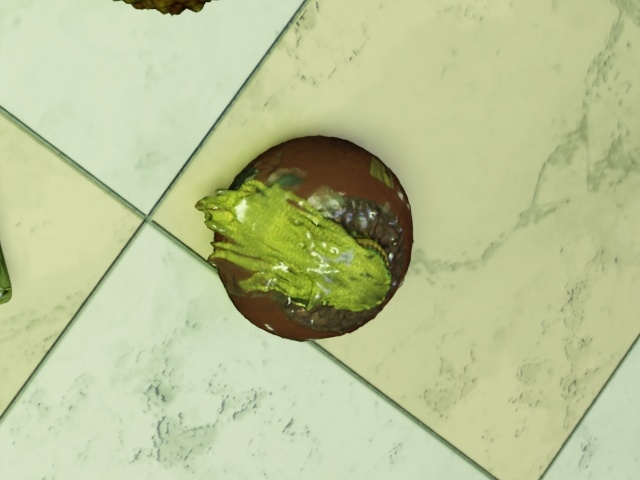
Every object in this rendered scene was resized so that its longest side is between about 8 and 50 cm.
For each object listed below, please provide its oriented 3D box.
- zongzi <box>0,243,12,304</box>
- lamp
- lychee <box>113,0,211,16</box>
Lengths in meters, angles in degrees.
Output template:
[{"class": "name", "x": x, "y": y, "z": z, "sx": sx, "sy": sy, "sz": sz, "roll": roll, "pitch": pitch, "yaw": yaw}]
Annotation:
[{"class": "zongzi", "x": -0.269, "y": 0.006, "z": 1.020, "sx": 0.113, "sy": 0.052, "sz": 0.104, "roll": -14, "pitch": 106, "yaw": -14}, {"class": "lamp", "x": 0.001, "y": 0.004, "z": 1.132, "sx": 0.157, "sy": 0.135, "sz": 0.156, "roll": -34, "pitch": 122, "yaw": -20}, {"class": "lychee", "x": -0.098, "y": -0.222, "z": 0.986, "sx": 0.171, "sy": 0.171, "sz": 0.171, "roll": -11, "pitch": 112, "yaw": -29}]
